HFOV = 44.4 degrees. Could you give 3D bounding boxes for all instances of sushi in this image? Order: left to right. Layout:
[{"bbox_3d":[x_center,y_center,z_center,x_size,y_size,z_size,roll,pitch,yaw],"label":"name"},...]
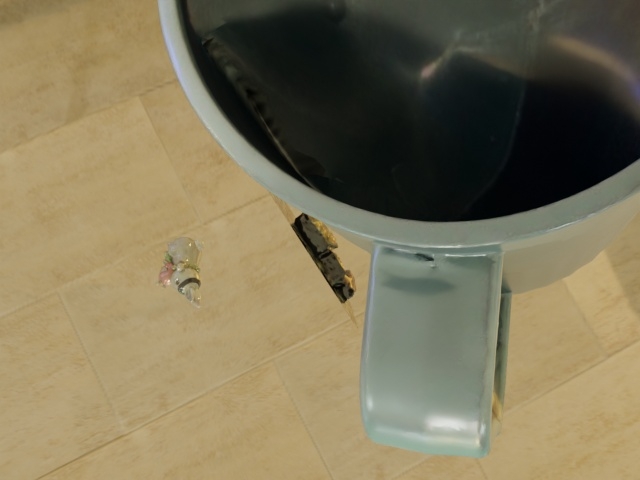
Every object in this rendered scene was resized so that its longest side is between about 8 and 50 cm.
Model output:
[{"bbox_3d":[0.000,0.000,1.255,0.043,0.192,0.279,-32,97,4],"label":"sushi"}]

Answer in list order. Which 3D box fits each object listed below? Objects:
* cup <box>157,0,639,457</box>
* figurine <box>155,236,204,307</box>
[{"bbox_3d":[0.103,-0.069,0.455,0.257,0.311,0.331,-25,75,9],"label":"cup"},{"bbox_3d":[-0.279,0.074,1.586,0.081,0.098,0.146,25,52,-41],"label":"figurine"}]
